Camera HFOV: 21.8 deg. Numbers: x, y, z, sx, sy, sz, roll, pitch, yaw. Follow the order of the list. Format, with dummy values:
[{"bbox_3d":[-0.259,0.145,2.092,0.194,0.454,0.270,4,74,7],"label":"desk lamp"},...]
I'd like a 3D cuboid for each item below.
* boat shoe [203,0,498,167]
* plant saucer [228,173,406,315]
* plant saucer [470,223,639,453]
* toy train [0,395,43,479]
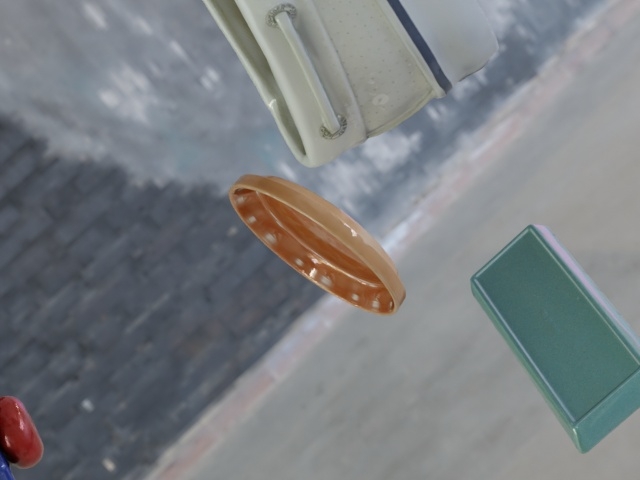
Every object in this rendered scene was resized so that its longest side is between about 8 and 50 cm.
[{"bbox_3d":[-0.079,-0.159,0.664,0.156,0.367,0.136,-39,40,2],"label":"boat shoe"},{"bbox_3d":[0.000,0.000,0.667,0.013,0.083,0.083,-54,18,-15],"label":"plant saucer"},{"bbox_3d":[0.142,0.051,0.993,0.067,0.018,0.192,-42,29,8],"label":"plant saucer"},{"bbox_3d":[-0.213,0.091,0.866,0.105,0.143,0.248,-25,46,-10],"label":"toy train"}]
